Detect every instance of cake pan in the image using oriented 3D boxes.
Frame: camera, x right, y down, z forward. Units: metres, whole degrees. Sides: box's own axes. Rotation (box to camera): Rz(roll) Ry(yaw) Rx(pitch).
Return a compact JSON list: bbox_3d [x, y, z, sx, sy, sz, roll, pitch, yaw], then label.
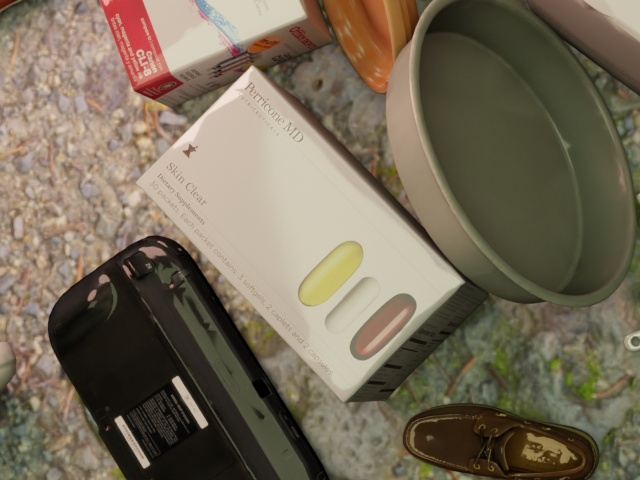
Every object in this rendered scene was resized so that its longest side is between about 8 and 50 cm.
[{"bbox_3d":[0.161,-0.074,1.510,0.054,0.293,0.293,-26,80,39],"label":"cake pan"}]

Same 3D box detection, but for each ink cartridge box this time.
[{"bbox_3d":[-0.097,-0.218,1.628,0.176,0.128,0.127,-22,82,9],"label":"ink cartridge box"}]

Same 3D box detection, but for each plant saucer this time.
[{"bbox_3d":[0.039,-0.230,1.576,0.037,0.200,0.200,-20,82,-13],"label":"plant saucer"}]

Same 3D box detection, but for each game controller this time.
[{"bbox_3d":[-0.127,0.157,1.650,0.166,0.067,0.319,-36,79,21],"label":"game controller"}]

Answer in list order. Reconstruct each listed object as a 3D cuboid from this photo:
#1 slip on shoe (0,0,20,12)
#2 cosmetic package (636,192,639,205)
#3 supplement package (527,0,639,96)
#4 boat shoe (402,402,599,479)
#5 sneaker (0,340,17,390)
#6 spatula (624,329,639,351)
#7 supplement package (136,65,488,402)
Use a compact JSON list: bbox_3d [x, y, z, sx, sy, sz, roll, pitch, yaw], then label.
[{"bbox_3d":[-0.303,-0.294,1.689,0.331,0.101,0.123,-36,78,5],"label":"slip on shoe"},{"bbox_3d":[0.408,-0.039,1.553,0.239,0.060,0.099,-23,79,8],"label":"cosmetic package"},{"bbox_3d":[0.284,-0.234,1.473,0.177,0.293,0.175,39,94,10],"label":"supplement package"},{"bbox_3d":[0.160,0.182,1.584,0.178,0.060,0.064,7,87,11],"label":"boat shoe"},{"bbox_3d":[-0.369,0.216,1.670,0.290,0.106,0.123,-43,83,16],"label":"sneaker"},{"bbox_3d":[0.407,0.107,1.564,0.242,0.019,0.168,-22,83,8],"label":"spatula"},{"bbox_3d":[0.000,0.000,1.555,0.145,0.204,0.262,-45,79,4],"label":"supplement package"}]
